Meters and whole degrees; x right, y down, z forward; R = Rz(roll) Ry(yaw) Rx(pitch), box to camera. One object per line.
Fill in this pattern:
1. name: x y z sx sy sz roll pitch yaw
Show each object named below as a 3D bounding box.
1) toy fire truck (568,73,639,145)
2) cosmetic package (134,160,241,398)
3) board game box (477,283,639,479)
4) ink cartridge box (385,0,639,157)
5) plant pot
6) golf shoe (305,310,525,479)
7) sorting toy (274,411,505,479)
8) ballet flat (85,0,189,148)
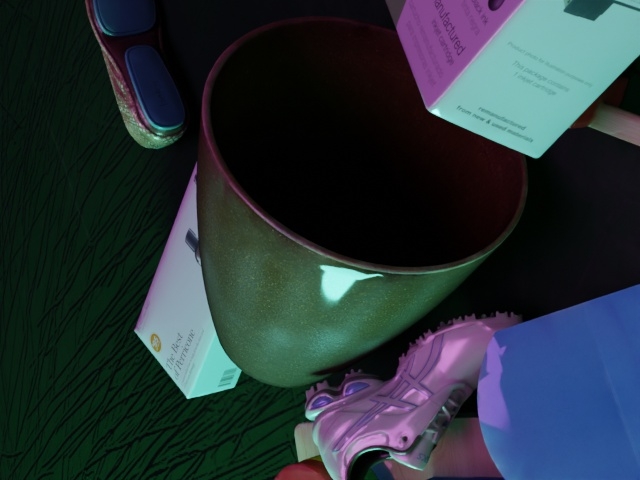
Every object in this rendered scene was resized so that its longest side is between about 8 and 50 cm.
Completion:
1. toy fire truck: 0.221 -0.091 0.608 0.192 0.047 0.135 45 126 33
2. cosmetic package: -0.085 0.017 0.943 0.099 0.060 0.239 46 126 33
3. board game box: 0.183 0.099 0.664 0.169 0.033 0.133 -21 89 15
4. ink cartridge box: 0.139 -0.183 0.602 0.219 0.092 0.160 -50 38 33
5. plant pot: 0.000 0.000 0.767 0.215 0.215 0.230 57 146 25
6. golf shoe: 0.075 0.115 0.746 0.176 0.069 0.086 -32 50 21
7. sorting toy: 0.067 0.264 0.795 0.255 0.089 0.257 -12 87 47
8. ballet flat: -0.180 -0.177 1.014 0.067 0.073 0.206 -40 63 58
